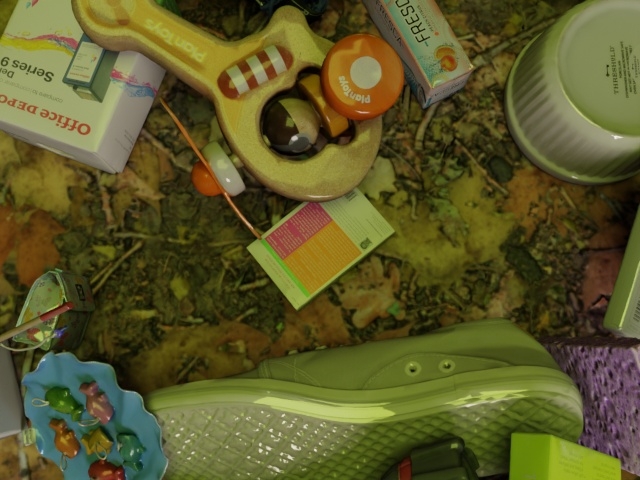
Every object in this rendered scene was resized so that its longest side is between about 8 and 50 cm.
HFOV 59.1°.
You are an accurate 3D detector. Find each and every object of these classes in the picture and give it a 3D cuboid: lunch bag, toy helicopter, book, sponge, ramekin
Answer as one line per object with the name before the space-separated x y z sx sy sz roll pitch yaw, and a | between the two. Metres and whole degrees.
lunch bag | -0.285 0.076 0.618 0.053 0.071 0.083 14 79 5
toy helicopter | -0.104 -0.157 0.602 0.355 0.140 0.235 30 89 -7
book | 0.000 0.000 0.652 0.144 0.035 0.096 -38 79 -6
sponge | 0.267 0.151 0.535 0.031 0.210 0.117 -16 82 -5
ramekin | 0.326 -0.175 0.642 0.207 0.109 0.207 0 80 0

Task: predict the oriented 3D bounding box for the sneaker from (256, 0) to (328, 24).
sneaker | -0.075 -0.329 0.632 0.315 0.127 0.182 -17 86 -27

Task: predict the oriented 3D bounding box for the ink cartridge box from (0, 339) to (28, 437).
ink cartridge box | -0.469 0.184 0.537 0.273 0.197 0.114 -19 79 -4

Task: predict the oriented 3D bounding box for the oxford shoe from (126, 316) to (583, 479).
oxford shoe | 0.024 0.170 0.582 0.449 0.130 0.169 -9 124 7

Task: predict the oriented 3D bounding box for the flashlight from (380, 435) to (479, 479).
flashlight | 0.002 0.271 0.507 0.304 0.103 0.103 -23 50 14

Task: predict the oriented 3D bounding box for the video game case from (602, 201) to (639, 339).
video game case | 0.382 0.023 0.598 0.193 0.023 0.212 27 79 -32

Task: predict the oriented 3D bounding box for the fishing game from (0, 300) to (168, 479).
fishing game | -0.236 0.196 0.561 0.189 0.041 0.264 -21 99 30

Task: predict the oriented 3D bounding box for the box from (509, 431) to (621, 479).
box | 0.196 0.257 0.456 0.109 0.042 0.178 25 64 -29

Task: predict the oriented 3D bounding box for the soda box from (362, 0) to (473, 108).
soda box | 0.109 -0.257 0.679 0.058 0.063 0.183 -26 81 -4

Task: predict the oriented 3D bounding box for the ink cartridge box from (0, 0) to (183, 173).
ink cartridge box | -0.274 -0.205 0.656 0.154 0.093 0.212 20 83 3
